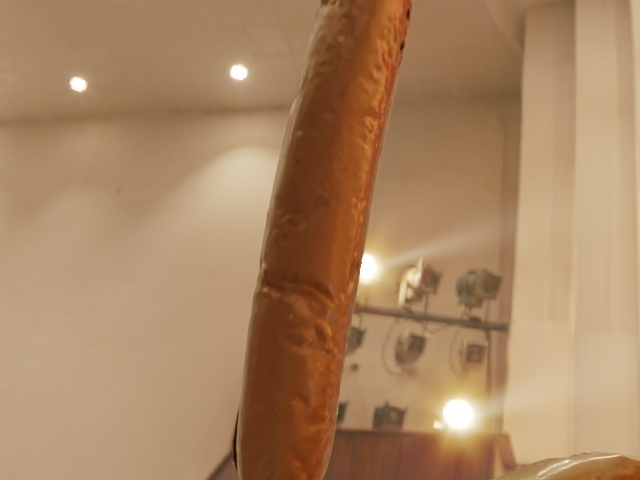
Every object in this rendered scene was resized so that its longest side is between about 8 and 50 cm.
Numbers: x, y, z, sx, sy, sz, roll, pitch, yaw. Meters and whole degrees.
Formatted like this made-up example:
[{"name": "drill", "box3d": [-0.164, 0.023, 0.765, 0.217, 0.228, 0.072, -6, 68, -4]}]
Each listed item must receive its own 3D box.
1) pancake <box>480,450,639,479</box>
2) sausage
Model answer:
[{"name": "pancake", "box3d": [0.146, 0.287, 0.454, 0.387, 0.387, 0.082, 19, -24, -12]}, {"name": "sausage", "box3d": [-0.001, -0.001, 0.559, 0.066, 0.301, 0.066, 9, -5, 1]}]
